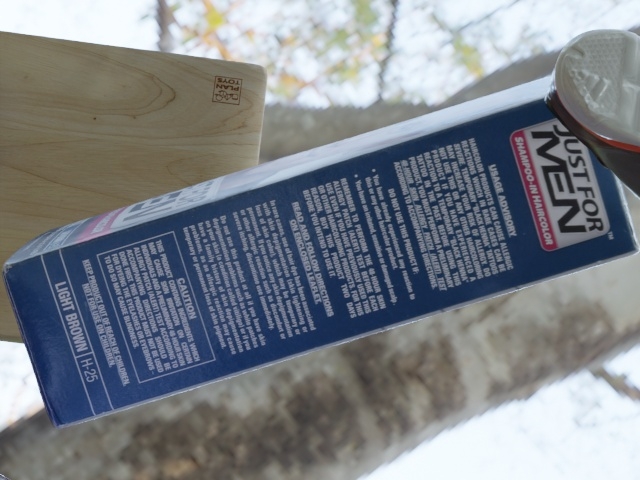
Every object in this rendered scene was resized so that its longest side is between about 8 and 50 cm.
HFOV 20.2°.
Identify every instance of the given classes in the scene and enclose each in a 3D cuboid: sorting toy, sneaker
[{"bbox_3d":[-0.186,-0.026,1.460,0.257,0.255,0.089,7,-20,-5],"label":"sorting toy"},{"bbox_3d":[0.168,-0.036,0.803,0.158,0.061,0.065,40,-15,0],"label":"sneaker"}]

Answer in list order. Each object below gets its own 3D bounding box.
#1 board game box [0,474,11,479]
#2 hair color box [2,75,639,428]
[{"bbox_3d":[-0.188,0.254,0.774,0.232,0.291,0.141,22,-51,31],"label":"board game box"},{"bbox_3d":[0.000,0.000,1.079,0.174,0.347,0.105,-90,163,-83],"label":"hair color box"}]
